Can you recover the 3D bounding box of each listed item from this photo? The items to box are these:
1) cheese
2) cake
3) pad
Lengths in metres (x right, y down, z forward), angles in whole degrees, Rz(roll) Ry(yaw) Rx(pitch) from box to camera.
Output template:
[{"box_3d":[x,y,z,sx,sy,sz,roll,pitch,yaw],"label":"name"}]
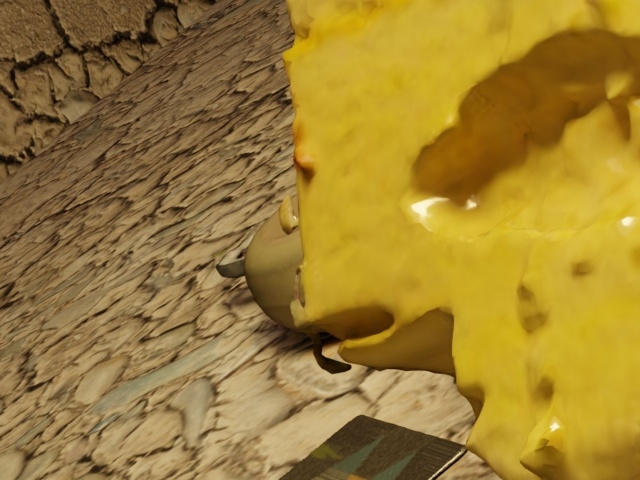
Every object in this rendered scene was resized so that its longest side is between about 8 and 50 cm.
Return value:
[{"box_3d":[0.000,0.000,1.237,0.163,0.082,0.286,-38,15,-22],"label":"cheese"},{"box_3d":[0.128,-0.039,0.564,0.227,0.286,0.222,6,-15,-38],"label":"cake"},{"box_3d":[-0.028,0.168,0.915,0.211,0.003,0.143,-38,16,-18],"label":"pad"}]
